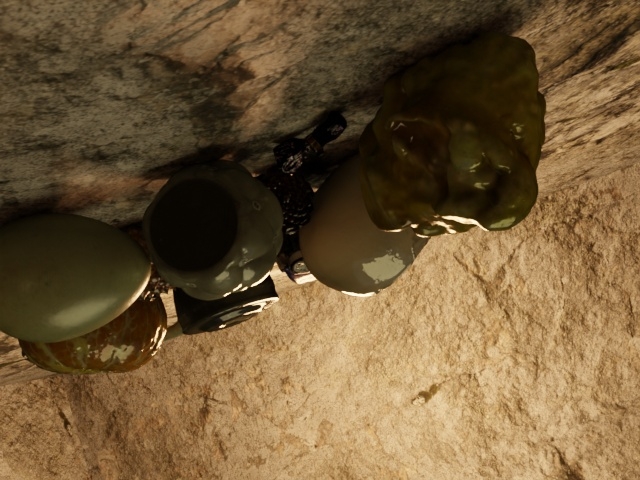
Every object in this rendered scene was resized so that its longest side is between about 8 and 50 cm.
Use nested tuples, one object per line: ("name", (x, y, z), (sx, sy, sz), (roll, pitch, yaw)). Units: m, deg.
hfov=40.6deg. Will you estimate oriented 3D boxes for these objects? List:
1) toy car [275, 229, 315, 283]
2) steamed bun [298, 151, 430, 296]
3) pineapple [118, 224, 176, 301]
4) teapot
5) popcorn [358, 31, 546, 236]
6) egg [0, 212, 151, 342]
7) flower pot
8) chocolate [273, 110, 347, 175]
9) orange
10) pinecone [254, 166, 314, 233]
("toy car", (0.000, 0.000, 2.049), (0.235, 0.172, 0.158), (-17, 148, 3))
("steamed bun", (0.085, -0.048, 1.771), (0.324, 0.206, 0.324), (-47, -163, 19))
("pineapple", (-0.350, 0.044, 1.781), (0.193, 0.166, 0.166), (-11, 169, -26))
("teapot", (-0.269, 0.099, 2.061), (0.240, 0.239, 0.322), (-10, 163, -44))
("popcorn", (0.220, -0.146, 1.379), (0.294, 0.292, 0.334), (-21, 178, -18))
("egg", (-0.433, 0.060, 1.458), (0.296, 0.218, 0.218), (-7, 171, -4))
("flower pot", (-0.183, -0.018, 1.499), (0.246, 0.246, 0.195), (-20, 170, 12))
("chocolate", (-0.011, -0.169, 1.491), (0.147, 0.070, 0.072), (-23, -161, 31))
("orange", (-0.499, 0.171, 1.903), (0.329, 0.249, 0.329), (-6, 172, -1))
("pinecone", (-0.082, -0.075, 1.705), (0.140, 0.140, 0.121), (-18, -179, -6))
